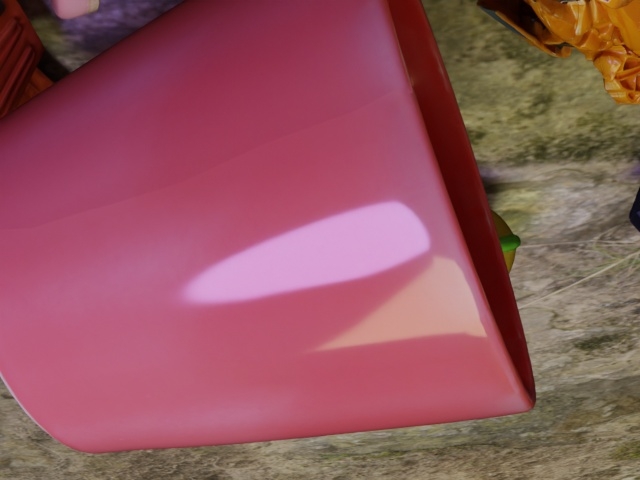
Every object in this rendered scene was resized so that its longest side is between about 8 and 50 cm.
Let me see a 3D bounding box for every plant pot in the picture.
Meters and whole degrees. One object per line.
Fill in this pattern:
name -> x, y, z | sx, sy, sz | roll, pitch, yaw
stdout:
plant pot -> -0.039, -0.010, 0.578 | 0.243, 0.275, 0.275 | -17, 152, 13

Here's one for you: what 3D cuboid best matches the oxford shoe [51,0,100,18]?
oxford shoe -> -0.015, -0.214, 0.310 | 0.146, 0.141, 0.397 | -8, 154, -27

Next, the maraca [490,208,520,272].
maraca -> 0.091, 0.014, 0.879 | 0.127, 0.099, 0.185 | -8, 178, -15

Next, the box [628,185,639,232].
box -> 0.415, 0.039, 0.752 | 0.293, 0.295, 0.073 | 4, 119, -14

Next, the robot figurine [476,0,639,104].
robot figurine -> 0.148, -0.142, 0.503 | 0.211, 0.085, 0.291 | 2, 171, 39

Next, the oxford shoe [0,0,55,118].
oxford shoe -> -0.230, -0.056, 0.697 | 0.132, 0.130, 0.364 | 12, 152, 12
